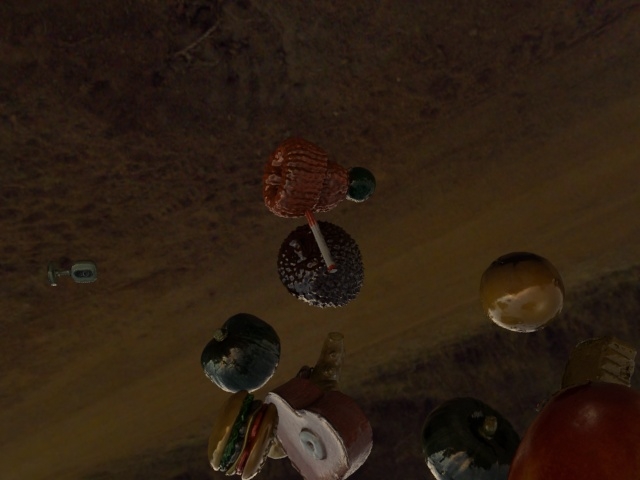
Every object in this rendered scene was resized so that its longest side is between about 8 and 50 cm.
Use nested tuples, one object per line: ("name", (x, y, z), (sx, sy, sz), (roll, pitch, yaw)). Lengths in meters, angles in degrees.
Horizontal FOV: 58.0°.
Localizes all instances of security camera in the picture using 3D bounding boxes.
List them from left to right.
("security camera", (-0.518, 0.065, 1.213), (0.092, 0.058, 0.058), (-7, 156, -9))

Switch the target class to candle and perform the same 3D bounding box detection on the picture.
("candle", (0.009, 0.491, 1.436), (0.131, 0.287, 0.317), (-22, -165, -37))

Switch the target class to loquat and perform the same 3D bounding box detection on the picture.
("loquat", (0.562, 0.144, 1.622), (0.235, 0.235, 0.235), (-14, 158, -6))

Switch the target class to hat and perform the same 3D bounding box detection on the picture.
("hat", (-0.008, -0.205, 2.119), (0.400, 0.285, 0.285), (12, 145, -35))

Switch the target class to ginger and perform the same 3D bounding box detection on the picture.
("ginger", (-0.019, 0.491, 1.821), (0.363, 0.122, 0.348), (-63, 176, 27))

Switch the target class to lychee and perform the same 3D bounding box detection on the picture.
("lychee", (0.004, 0.084, 2.002), (0.306, 0.306, 0.330), (-27, 140, 24))

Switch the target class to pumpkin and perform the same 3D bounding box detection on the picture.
("pumpkin", (-0.271, 0.427, 2.129), (0.197, 0.293, 0.263), (20, 159, 42))
("pumpkin", (0.432, 0.578, 1.612), (0.300, 0.300, 0.207), (2, 132, -38))

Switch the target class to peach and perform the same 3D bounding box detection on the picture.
("peach", (0.519, 0.449, 1.070), (0.370, 0.370, 0.370), (-14, 158, -6))

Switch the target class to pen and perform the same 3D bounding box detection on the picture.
("pen", (0.000, 0.000, 1.803), (0.028, 0.239, 0.028), (-16, 147, -11))

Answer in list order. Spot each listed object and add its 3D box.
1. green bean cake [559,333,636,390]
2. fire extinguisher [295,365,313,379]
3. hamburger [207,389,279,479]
("green bean cake", (0.869, 0.426, 1.812), (0.131, 0.224, 0.230), (26, 158, 0))
("fire extinguisher", (-0.048, 0.408, 1.775), (0.056, 0.039, 0.132), (-20, 174, -2))
("hamburger", (-0.144, 0.363, 1.081), (0.115, 0.162, 0.162), (19, 155, 3))
